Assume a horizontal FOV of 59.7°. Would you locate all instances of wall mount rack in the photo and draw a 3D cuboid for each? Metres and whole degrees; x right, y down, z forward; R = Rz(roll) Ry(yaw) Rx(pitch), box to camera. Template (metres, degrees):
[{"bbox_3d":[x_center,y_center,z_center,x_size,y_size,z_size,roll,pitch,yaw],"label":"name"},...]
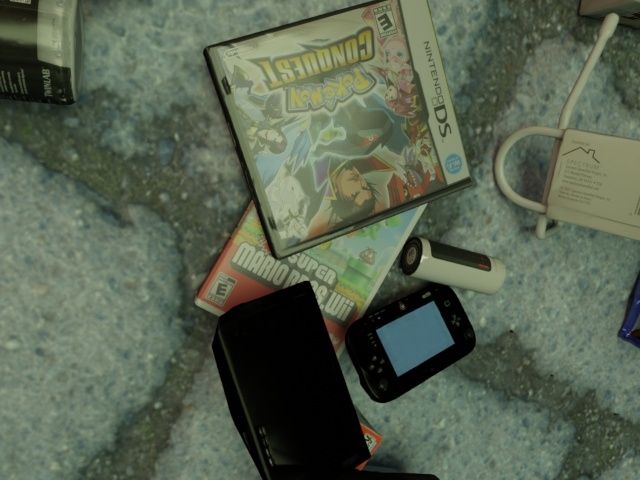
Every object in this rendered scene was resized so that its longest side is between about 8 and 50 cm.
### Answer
[{"bbox_3d":[0.410,-0.119,0.690,0.130,0.350,0.304,-16,119,-46],"label":"wall mount rack"}]

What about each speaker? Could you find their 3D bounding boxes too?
[{"bbox_3d":[0.181,0.036,0.755,0.136,0.055,0.055,14,94,-19],"label":"speaker"}]

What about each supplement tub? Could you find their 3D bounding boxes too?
[{"bbox_3d":[-0.327,-0.194,0.520,0.190,0.117,0.117,3,98,-19],"label":"supplement tub"}]

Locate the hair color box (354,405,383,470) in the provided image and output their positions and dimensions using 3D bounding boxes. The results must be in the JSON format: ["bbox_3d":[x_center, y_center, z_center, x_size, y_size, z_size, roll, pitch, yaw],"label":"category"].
[{"bbox_3d":[-0.011,0.209,0.699,0.167,0.093,0.053,37,87,-19],"label":"hair color box"}]

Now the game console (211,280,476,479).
[{"bbox_3d":[0.052,0.133,0.671,0.361,0.044,0.213,-19,88,-36],"label":"game console"}]

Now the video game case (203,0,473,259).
[{"bbox_3d":[0.033,-0.140,0.663,0.274,0.035,0.248,-21,104,-15],"label":"video game case"}]

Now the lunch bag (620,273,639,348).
[{"bbox_3d":[0.703,0.111,0.764,0.327,0.385,0.239,8,96,-18],"label":"lunch bag"}]

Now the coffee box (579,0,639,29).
[{"bbox_3d":[0.500,-0.367,0.773,0.246,0.098,0.141,5,97,-19],"label":"coffee box"}]

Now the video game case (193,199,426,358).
[{"bbox_3d":[0.000,0.000,0.706,0.204,0.025,0.285,31,88,-20],"label":"video game case"}]

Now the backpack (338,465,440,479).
[{"bbox_3d":[0.042,0.418,0.689,0.276,0.213,0.264,11,87,-13],"label":"backpack"}]
